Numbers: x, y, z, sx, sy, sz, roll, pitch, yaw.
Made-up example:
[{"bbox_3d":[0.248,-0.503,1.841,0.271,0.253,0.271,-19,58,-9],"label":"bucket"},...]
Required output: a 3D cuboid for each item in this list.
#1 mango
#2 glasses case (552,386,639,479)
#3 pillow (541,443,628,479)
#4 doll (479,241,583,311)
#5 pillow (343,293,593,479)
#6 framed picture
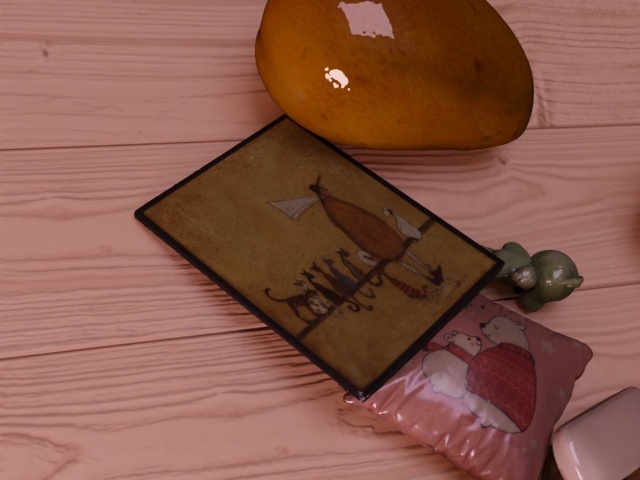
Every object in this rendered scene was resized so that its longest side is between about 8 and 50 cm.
[{"bbox_3d":[0.100,-0.227,1.176,0.377,0.221,0.264,14,50,-24],"label":"mango"},{"bbox_3d":[0.315,0.215,1.041,0.204,0.051,0.081,-10,71,-47],"label":"glasses case"},{"bbox_3d":[0.266,0.318,0.995,0.130,0.033,0.218,34,52,-6],"label":"pillow"},{"bbox_3d":[0.233,0.040,1.148,0.150,0.078,0.115,12,17,0],"label":"doll"},{"bbox_3d":[0.164,0.148,1.036,0.236,0.084,0.223,29,55,1],"label":"pillow"},{"bbox_3d":[0.000,0.000,1.065,0.338,0.014,0.255,37,53,22],"label":"framed picture"}]
